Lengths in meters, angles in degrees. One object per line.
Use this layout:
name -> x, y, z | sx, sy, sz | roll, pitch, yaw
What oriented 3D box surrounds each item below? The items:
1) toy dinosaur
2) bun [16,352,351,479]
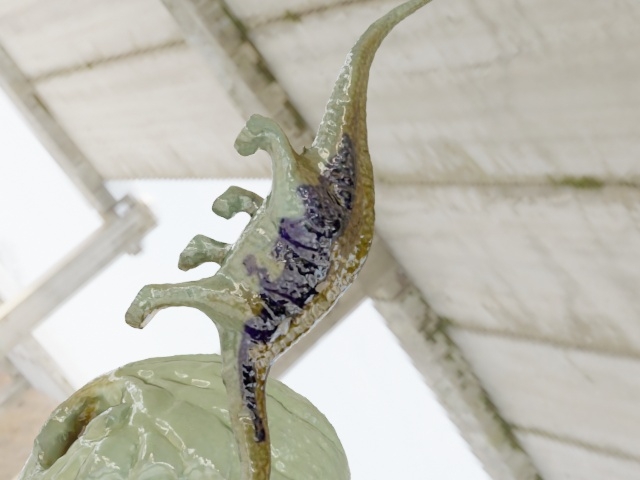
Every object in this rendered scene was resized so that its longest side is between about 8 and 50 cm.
toy dinosaur -> -0.015, -0.004, 0.370 | 0.058, 0.180, 0.037 | 21, -8, -3
bun -> -0.090, 0.139, 0.624 | 0.204, 0.212, 0.126 | -17, -58, 47
